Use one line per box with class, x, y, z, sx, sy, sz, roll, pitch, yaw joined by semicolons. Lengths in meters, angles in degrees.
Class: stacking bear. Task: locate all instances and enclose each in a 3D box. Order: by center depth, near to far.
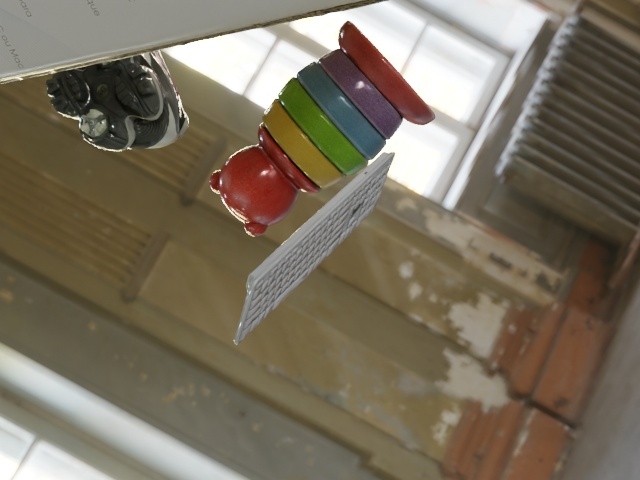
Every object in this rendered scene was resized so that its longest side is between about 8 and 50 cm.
stacking bear;-0.013;-0.133;1.469;0.289;0.175;0.164;-42;-3;8

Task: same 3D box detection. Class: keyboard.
keyboard;0.000;0.000;0.972;0.256;0.014;0.072;-43;-27;-49

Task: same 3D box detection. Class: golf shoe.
golf shoe;-0.215;-0.191;0.987;0.105;0.273;0.120;-34;-12;15

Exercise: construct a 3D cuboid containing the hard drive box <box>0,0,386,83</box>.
hard drive box;-0.094;-0.152;0.353;0.089;0.232;0.181;-58;-46;-46
